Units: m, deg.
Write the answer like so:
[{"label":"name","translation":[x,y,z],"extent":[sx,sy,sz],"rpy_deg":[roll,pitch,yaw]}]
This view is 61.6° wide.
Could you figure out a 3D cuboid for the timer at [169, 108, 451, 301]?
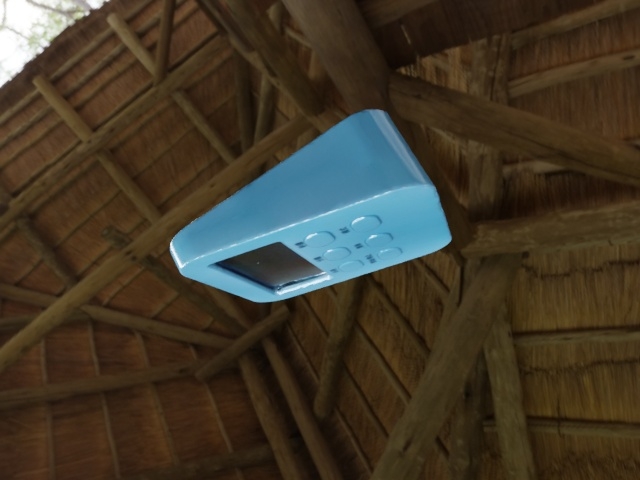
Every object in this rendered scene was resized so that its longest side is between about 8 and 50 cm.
[{"label":"timer","translation":[0.000,0.000,0.566],"extent":[0.250,0.232,0.091],"rpy_deg":[-30,-111,10]}]
